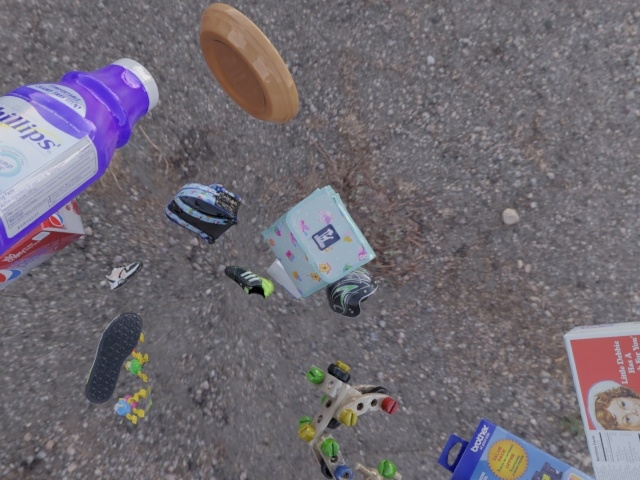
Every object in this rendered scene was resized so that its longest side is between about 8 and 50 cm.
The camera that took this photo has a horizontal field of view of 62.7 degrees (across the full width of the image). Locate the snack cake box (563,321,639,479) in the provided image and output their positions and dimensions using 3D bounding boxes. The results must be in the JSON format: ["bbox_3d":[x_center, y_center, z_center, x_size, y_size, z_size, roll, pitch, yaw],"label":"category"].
[{"bbox_3d":[0.512,0.271,0.857,0.089,0.152,0.264,-6,84,-53],"label":"snack cake box"}]

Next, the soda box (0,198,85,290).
[{"bbox_3d":[-0.530,0.003,0.898,0.263,0.083,0.092,-28,75,22],"label":"soda box"}]

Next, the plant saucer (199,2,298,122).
[{"bbox_3d":[-0.115,-0.255,0.794,0.200,0.200,0.037,46,75,-4],"label":"plant saucer"}]

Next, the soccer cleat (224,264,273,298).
[{"bbox_3d":[-0.241,0.134,1.718,0.179,0.060,0.072,22,40,9],"label":"soccer cleat"}]

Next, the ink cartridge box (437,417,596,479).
[{"bbox_3d":[0.522,0.683,1.447,0.270,0.395,0.151,-58,135,-13],"label":"ink cartridge box"}]

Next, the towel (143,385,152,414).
[{"bbox_3d":[-0.592,0.546,1.799,0.009,0.083,0.060,18,116,-32],"label":"towel"}]

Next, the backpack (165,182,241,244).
[{"bbox_3d":[-0.324,-0.089,1.429,0.173,0.158,0.116,27,49,-28],"label":"backpack"}]

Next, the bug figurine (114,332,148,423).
[{"bbox_3d":[-0.603,0.446,1.666,0.072,0.216,0.279,-1,61,-7],"label":"bug figurine"}]

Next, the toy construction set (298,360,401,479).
[{"bbox_3d":[0.037,0.425,1.196,0.257,0.309,0.237,-39,120,8],"label":"toy construction set"}]

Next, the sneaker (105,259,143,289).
[{"bbox_3d":[-0.470,0.075,1.253,0.109,0.040,0.043,-34,87,16],"label":"sneaker"}]

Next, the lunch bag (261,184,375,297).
[{"bbox_3d":[0.000,0.000,1.348,0.160,0.262,0.223,-32,90,-39],"label":"lunch bag"}]

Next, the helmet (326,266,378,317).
[{"bbox_3d":[0.104,0.162,1.785,0.170,0.169,0.161,6,118,-9],"label":"helmet"}]

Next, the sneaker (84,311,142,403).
[{"bbox_3d":[-0.517,0.282,1.290,0.084,0.097,0.234,28,79,-22],"label":"sneaker"}]

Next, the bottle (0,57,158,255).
[{"bbox_3d":[-0.278,-0.099,0.533,0.118,0.092,0.283,29,48,6],"label":"bottle"}]

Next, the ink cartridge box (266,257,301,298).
[{"bbox_3d":[-0.064,0.074,1.802,0.148,0.086,0.203,43,50,-7],"label":"ink cartridge box"}]
